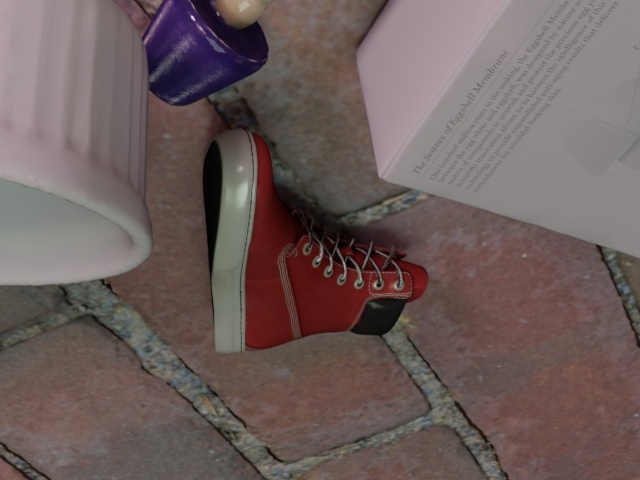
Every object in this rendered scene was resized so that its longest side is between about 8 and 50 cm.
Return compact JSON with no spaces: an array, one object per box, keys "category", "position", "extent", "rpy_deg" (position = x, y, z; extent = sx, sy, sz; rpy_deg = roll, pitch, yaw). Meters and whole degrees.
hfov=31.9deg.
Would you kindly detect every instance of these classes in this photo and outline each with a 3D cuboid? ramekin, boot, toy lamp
[{"category":"ramekin","position":[-0.229,-0.070,0.645],"extent":[0.277,0.135,0.277],"rpy_deg":[4,165,1]},{"category":"boot","position":[0.000,0.000,0.861],"extent":[0.176,0.088,0.244],"rpy_deg":[-4,145,-5]},{"category":"toy lamp","position":[-0.007,-0.179,0.674],"extent":[0.274,0.080,0.080],"rpy_deg":[-35,131,25]}]

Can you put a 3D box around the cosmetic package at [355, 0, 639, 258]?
[{"category":"cosmetic package","position":[0.175,-0.128,0.709],"extent":[0.224,0.138,0.224],"rpy_deg":[15,132,-25]}]
